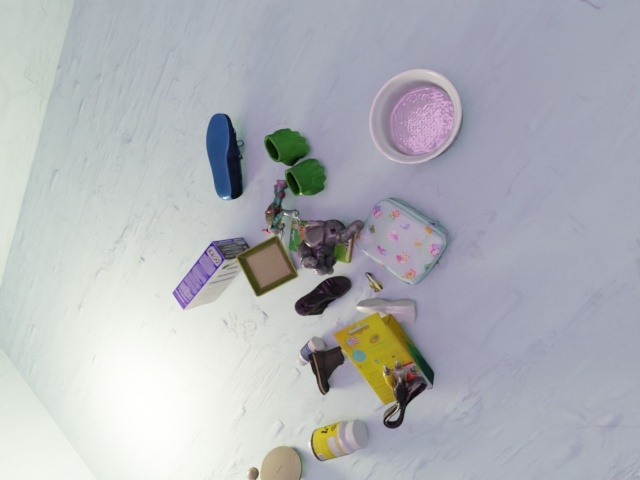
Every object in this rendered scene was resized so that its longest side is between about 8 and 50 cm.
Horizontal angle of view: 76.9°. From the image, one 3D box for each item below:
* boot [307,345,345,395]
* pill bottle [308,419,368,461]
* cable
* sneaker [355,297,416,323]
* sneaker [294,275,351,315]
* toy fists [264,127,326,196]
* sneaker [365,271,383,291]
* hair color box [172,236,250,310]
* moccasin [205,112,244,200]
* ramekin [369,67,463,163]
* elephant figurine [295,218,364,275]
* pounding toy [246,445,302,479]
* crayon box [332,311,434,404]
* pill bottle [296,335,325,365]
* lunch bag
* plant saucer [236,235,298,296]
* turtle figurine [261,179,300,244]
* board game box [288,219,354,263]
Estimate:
[{"bbox_3d":[0.043,0.500,1.546,0.137,0.076,0.197,-18,120,-3],"label":"boot"},{"bbox_3d":[0.069,0.758,1.535,0.209,0.119,0.119,-30,82,27],"label":"pill bottle"},{"bbox_3d":[0.276,0.519,1.354,0.140,0.072,0.286,-1,123,3],"label":"cable"},{"bbox_3d":[0.227,0.258,1.414,0.213,0.080,0.094,-1,108,27],"label":"sneaker"},{"bbox_3d":[0.015,0.211,1.520,0.228,0.130,0.087,-34,74,-1],"label":"sneaker"},{"bbox_3d":[-0.086,-0.285,1.470,0.279,0.142,0.096,58,149,10],"label":"toy fists"},{"bbox_3d":[0.184,0.151,1.441,0.035,0.031,0.083,-46,75,26],"label":"sneaker"},{"bbox_3d":[-0.451,0.139,1.693,0.339,0.185,0.110,-45,74,25],"label":"hair color box"},{"bbox_3d":[-0.383,-0.336,1.636,0.138,0.117,0.341,7,103,28],"label":"moccasin"},{"bbox_3d":[0.304,-0.374,1.249,0.278,0.135,0.276,4,99,28],"label":"ramekin"},{"bbox_3d":[0.024,-0.012,1.406,0.186,0.169,0.239,23,109,-2],"label":"elephant figurine"},{"bbox_3d":[-0.174,0.991,1.695,0.237,0.110,0.183,-30,45,-6],"label":"pounding toy"},{"bbox_3d":[0.218,0.392,1.388,0.202,0.081,0.318,-33,96,28],"label":"crayon box"},{"bbox_3d":[-0.041,0.437,1.580,0.067,0.067,0.120,46,115,16],"label":"pill bottle"},{"bbox_3d":[0.276,-0.004,1.329,0.279,0.108,0.223,37,110,19],"label":"lunch bag"},{"bbox_3d":[-0.209,0.101,1.600,0.188,0.045,0.188,-27,89,0],"label":"plant saucer"},{"bbox_3d":[-0.149,-0.102,1.513,0.175,0.118,0.233,-8,78,58],"label":"turtle figurine"},{"bbox_3d":[0.000,0.000,1.519,0.260,0.039,0.123,11,101,24],"label":"board game box"}]
